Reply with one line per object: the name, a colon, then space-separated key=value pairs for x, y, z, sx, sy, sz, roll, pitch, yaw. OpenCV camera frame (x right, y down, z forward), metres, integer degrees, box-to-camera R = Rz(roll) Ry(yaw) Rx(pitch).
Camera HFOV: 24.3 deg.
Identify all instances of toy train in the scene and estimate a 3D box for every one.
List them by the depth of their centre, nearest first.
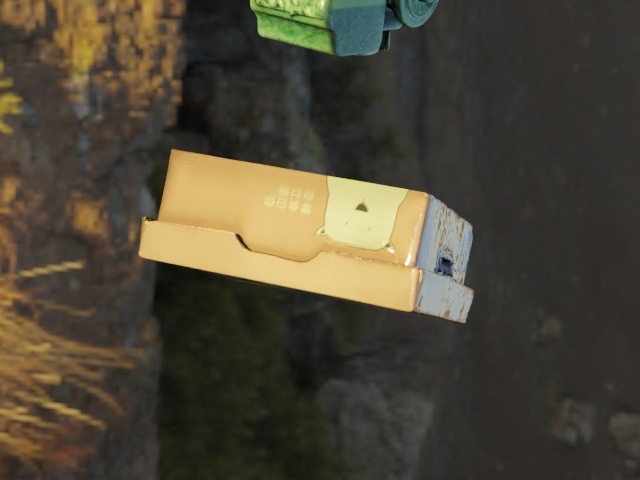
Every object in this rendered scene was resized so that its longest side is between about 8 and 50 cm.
toy train: x=0.041 y=-0.360 z=1.760 sx=0.238 sy=0.167 sz=0.299 roll=-18 pitch=119 yaw=-50

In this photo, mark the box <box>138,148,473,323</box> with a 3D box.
box: x=0.000 y=0.000 z=1.144 sx=0.215 sy=0.215 sz=0.086 roll=20 pitch=80 yaw=-73
